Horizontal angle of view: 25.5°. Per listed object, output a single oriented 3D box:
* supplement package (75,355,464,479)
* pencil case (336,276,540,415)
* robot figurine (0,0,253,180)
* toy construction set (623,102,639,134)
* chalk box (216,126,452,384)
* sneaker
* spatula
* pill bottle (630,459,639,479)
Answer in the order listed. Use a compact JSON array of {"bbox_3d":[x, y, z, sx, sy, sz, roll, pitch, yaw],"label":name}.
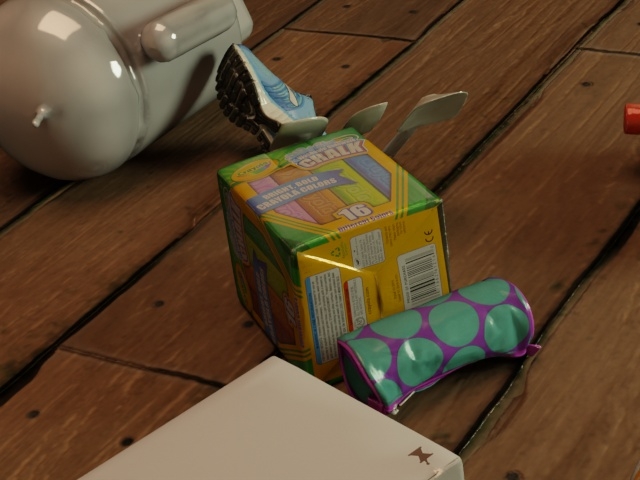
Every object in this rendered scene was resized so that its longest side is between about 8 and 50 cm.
[{"bbox_3d":[-0.011,0.206,0.691,0.139,0.244,0.134,-30,36,-32],"label":"supplement package"},{"bbox_3d":[0.087,0.080,1.062,0.151,0.064,0.070,-22,70,-22],"label":"pencil case"},{"bbox_3d":[-0.222,-0.192,1.481,0.300,0.200,0.353,-16,18,43],"label":"robot figurine"},{"bbox_3d":[0.420,-0.109,1.209,0.327,0.151,0.215,-7,53,19],"label":"toy construction set"},{"bbox_3d":[0.000,0.000,1.158,0.132,0.132,0.213,-19,30,-18],"label":"chalk box"},{"bbox_3d":[-0.046,-0.134,1.438,0.073,0.063,0.162,-19,67,-44],"label":"sneaker"},{"bbox_3d":[0.031,-0.087,1.284,0.168,0.019,0.242,-16,-9,-11],"label":"spatula"},{"bbox_3d":[0.224,0.218,0.689,0.162,0.162,0.278,0,30,15],"label":"pill bottle"}]
